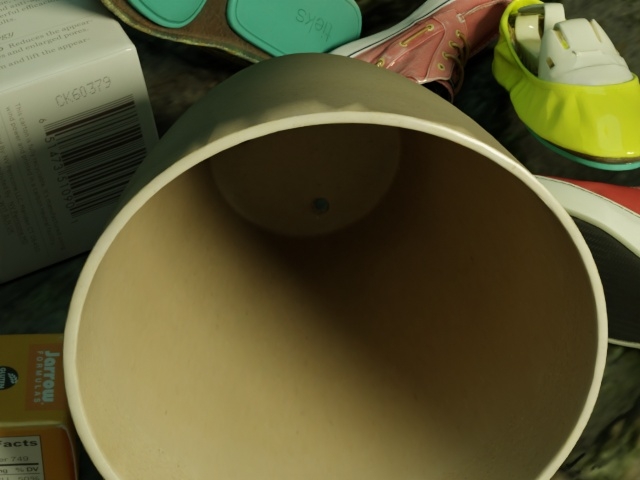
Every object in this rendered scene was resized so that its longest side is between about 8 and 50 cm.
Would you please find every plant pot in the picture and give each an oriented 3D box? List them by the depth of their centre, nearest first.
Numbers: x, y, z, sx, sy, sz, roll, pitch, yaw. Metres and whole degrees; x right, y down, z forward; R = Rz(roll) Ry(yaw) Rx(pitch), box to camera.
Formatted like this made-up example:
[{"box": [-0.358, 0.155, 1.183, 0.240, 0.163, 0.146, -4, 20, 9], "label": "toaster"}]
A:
[{"box": [0.000, 0.000, 0.737, 0.256, 0.256, 0.274, -8, 26, 0], "label": "plant pot"}]

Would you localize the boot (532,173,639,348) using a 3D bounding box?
[{"box": [0.233, -0.011, 0.813, 0.244, 0.088, 0.176, 20, 43, 25], "label": "boot"}]

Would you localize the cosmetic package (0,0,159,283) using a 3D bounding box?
[{"box": [-0.211, -0.096, 0.905, 0.151, 0.151, 0.184, -22, 44, -14], "label": "cosmetic package"}]

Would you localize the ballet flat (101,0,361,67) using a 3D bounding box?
[{"box": [-0.095, -0.192, 0.895, 0.123, 0.348, 0.123, -7, 76, 28], "label": "ballet flat"}]

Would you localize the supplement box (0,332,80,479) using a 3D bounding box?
[{"box": [-0.253, 0.102, 0.733, 0.233, 0.080, 0.078, 0, 43, -9], "label": "supplement box"}]

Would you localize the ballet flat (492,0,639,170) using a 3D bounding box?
[{"box": [0.161, -0.116, 0.876, 0.077, 0.077, 0.231, -5, 22, -6], "label": "ballet flat"}]

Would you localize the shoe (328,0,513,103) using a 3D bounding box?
[{"box": [0.087, -0.131, 0.969, 0.178, 0.063, 0.081, -28, 48, -13], "label": "shoe"}]
